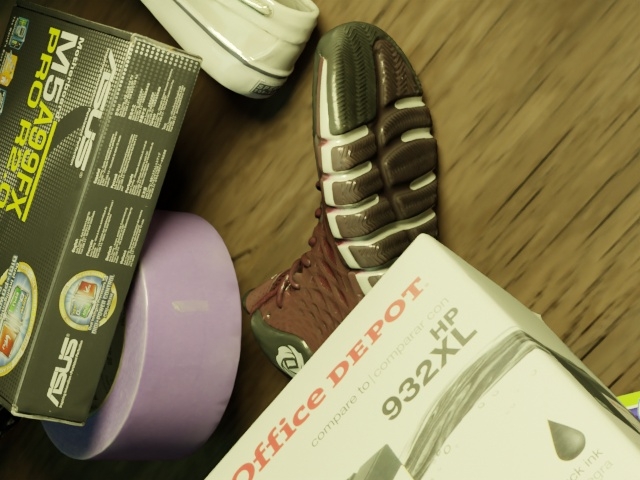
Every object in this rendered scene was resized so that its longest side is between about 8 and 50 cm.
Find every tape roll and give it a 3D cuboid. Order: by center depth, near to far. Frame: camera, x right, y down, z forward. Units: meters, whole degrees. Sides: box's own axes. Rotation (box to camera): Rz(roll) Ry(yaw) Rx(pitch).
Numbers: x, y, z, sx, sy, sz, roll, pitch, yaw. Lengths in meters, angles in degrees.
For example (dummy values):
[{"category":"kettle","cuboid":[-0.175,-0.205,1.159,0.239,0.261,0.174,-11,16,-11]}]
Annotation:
[{"category":"tape roll","cuboid":[-0.141,0.069,1.240,0.189,0.080,0.189,-11,77,55]}]

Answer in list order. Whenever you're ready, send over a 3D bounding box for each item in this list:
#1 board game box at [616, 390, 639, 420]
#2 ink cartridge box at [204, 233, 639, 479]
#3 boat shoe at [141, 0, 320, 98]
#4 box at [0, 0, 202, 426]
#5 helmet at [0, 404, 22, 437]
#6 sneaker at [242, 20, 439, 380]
[{"category":"board game box","cuboid":[0.169,0.215,0.994,0.347,0.078,0.233,-20,46,38]},{"category":"ink cartridge box","cuboid":[0.087,0.171,0.938,0.223,0.129,0.307,-49,36,7]},{"category":"boat shoe","cuboid":[-0.106,-0.219,1.185,0.267,0.096,0.088,48,120,18]},{"category":"box","cuboid":[-0.197,-0.028,1.210,0.216,0.060,0.270,26,98,56]},{"category":"helmet","cuboid":[-0.341,0.125,1.395,0.169,0.161,0.169,9,105,36]},{"category":"sneaker","cuboid":[0.000,0.000,1.146,0.162,0.106,0.281,-7,97,41]}]
